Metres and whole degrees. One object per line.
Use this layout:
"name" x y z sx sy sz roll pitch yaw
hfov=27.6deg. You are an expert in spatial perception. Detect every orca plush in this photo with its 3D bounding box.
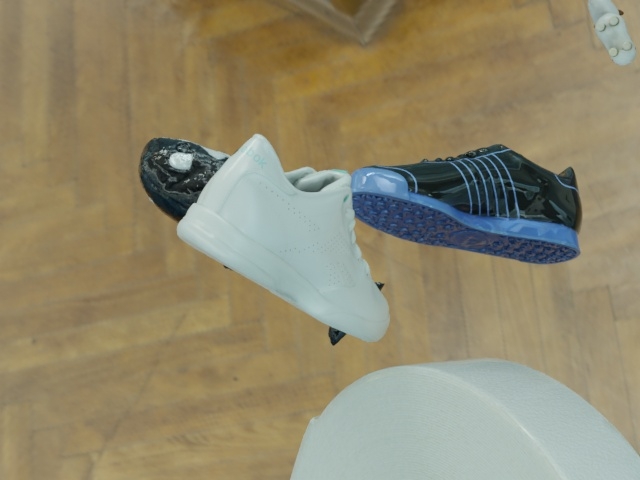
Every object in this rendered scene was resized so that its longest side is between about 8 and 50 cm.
"orca plush" -0.078 0.013 1.335 0.151 0.287 0.102 -28 22 38

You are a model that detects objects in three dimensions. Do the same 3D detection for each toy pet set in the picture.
"toy pet set" 0.212 -0.121 0.700 0.122 0.065 0.114 -22 92 19

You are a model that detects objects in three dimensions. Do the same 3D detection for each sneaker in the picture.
"sneaker" 0.130 -0.045 1.166 0.232 0.081 0.090 13 66 -21
"sneaker" 0.000 0.000 0.861 0.080 0.212 0.094 26 85 36

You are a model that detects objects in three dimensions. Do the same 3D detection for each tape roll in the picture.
"tape roll" 0.096 0.269 0.854 0.392 0.072 0.392 8 100 57
